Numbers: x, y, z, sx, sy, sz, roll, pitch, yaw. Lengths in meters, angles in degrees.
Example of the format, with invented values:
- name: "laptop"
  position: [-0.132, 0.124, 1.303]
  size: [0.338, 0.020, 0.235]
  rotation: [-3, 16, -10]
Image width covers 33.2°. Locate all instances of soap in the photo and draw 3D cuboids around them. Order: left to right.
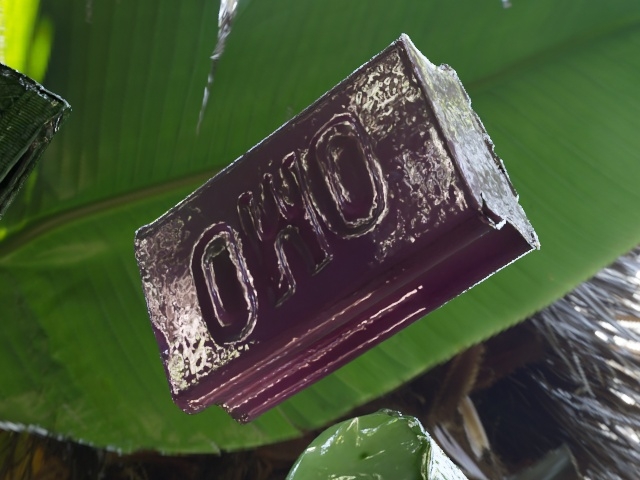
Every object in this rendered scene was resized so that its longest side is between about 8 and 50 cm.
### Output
- name: "soap"
  position: [0.000, 0.000, 0.567]
  size: [0.203, 0.065, 0.122]
  rotation: [-34, -122, 24]

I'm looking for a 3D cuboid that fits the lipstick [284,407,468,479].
- name: "lipstick"
  position: [0.089, 0.192, 0.470]
  size: [0.076, 0.076, 0.304]
  rotation: [-37, -63, 1]

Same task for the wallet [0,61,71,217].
- name: "wallet"
  position: [-0.245, -0.045, 0.468]
  size: [0.236, 0.055, 0.160]
  rotation: [26, -111, 12]
